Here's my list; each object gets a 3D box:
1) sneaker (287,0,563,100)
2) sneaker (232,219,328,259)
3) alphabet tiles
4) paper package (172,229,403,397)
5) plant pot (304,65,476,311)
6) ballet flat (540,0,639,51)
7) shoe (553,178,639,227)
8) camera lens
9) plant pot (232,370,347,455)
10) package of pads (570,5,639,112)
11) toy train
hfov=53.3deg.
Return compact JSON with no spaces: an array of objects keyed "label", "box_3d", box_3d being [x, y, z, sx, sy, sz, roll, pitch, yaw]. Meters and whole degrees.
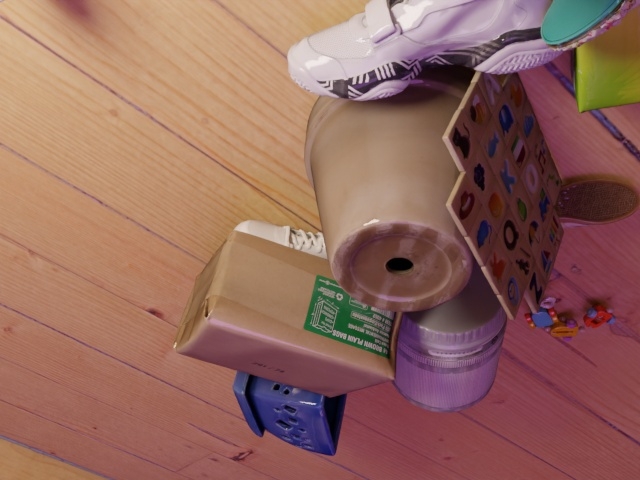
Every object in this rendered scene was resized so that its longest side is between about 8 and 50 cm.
[{"label":"sneaker","box_3d":[0.123,-0.307,0.786,0.365,0.137,0.210,-7,134,9]},{"label":"sneaker","box_3d":[0.000,0.000,1.162,0.292,0.108,0.169,23,132,-25]},{"label":"alphabet tiles","box_3d":[0.270,-0.069,0.899,0.011,0.285,0.343,-2,135,41]},{"label":"paper package","box_3d":[-0.059,0.141,1.106,0.324,0.168,0.309,20,156,-14]},{"label":"plant pot","box_3d":[0.119,-0.060,0.940,0.323,0.280,0.323,5,138,5]},{"label":"ballet flat","box_3d":[0.332,-0.291,0.663,0.077,0.091,0.241,1,147,-25]},{"label":"shoe","box_3d":[0.411,-0.059,1.063,0.218,0.077,0.058,-6,179,12]},{"label":"camera lens","box_3d":[0.235,0.179,1.218,0.219,0.219,0.274,1,137,8]},{"label":"plant pot","box_3d":[-0.060,0.308,1.404,0.212,0.236,0.236,4,138,14]},{"label":"package of pads","box_3d":[0.418,-0.309,0.756,0.229,0.101,0.297,-6,135,17]},{"label":"toy train","box_3d":[0.491,0.143,1.271,0.166,0.046,0.125,16,136,-13]}]
